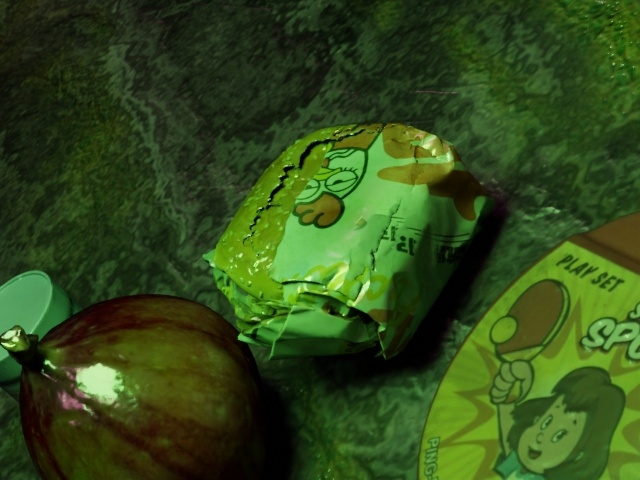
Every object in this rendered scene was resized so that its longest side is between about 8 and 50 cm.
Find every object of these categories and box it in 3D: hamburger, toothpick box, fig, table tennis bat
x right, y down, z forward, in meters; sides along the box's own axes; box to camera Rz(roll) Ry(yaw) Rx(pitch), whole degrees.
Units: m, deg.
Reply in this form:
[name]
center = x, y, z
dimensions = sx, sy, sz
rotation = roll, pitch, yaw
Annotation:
[hamburger]
center = -0.002, 0.001, 1.476
dimensions = 0.235, 0.125, 0.214
rotation = 16, 46, 40
[toothpick box]
center = -0.214, 0.110, 1.586
dimensions = 0.101, 0.153, 0.101
rotation = -29, 37, 24
[fig]
center = -0.164, 0.121, 1.434
dimensions = 0.186, 0.249, 0.204
rotation = -44, 29, 36
[table tennis bat]
center = 0.220, 0.059, 1.272
dimensions = 0.415, 0.051, 0.268
rotation = -52, 34, -6
